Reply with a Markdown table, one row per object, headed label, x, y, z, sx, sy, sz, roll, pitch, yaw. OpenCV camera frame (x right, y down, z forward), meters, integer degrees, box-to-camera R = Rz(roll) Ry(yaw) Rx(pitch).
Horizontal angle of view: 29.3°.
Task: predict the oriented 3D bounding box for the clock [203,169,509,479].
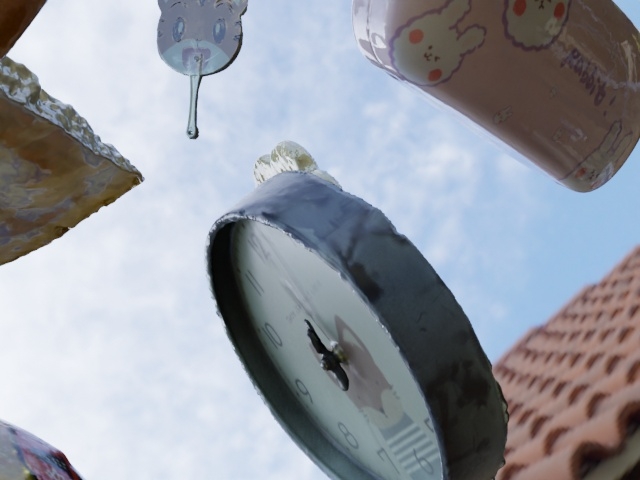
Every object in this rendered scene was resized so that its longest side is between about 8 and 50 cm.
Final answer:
| label | x | y | z | sx | sy | sz | roll | pitch | yaw |
| --- | --- | --- | --- | --- | --- | --- | --- | --- | --- |
| clock | 0.021 | 0.096 | 1.048 | 0.067 | 0.325 | 0.325 | -34 | -42 | -27 |

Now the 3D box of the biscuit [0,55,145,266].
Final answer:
| label | x | y | z | sx | sy | sz | roll | pitch | yaw |
| --- | --- | --- | --- | --- | --- | --- | --- | --- | --- |
| biscuit | -0.483 | -0.087 | 1.550 | 0.446 | 0.104 | 0.429 | -32 | -33 | 24 |

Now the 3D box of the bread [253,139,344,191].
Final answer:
| label | x | y | z | sx | sy | sz | roll | pitch | yaw |
| --- | --- | --- | --- | --- | --- | --- | --- | --- | --- |
| bread | 0.000 | 0.000 | 1.441 | 0.039 | 0.250 | 0.182 | -20 | -4 | -30 |

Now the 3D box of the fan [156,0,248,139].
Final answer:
| label | x | y | z | sx | sy | sz | roll | pitch | yaw |
| --- | --- | --- | --- | --- | --- | --- | --- | --- | --- |
| fan | -0.174 | -0.255 | 1.711 | 0.008 | 0.153 | 0.226 | 2 | -86 | -64 |

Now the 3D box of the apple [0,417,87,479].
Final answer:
| label | x | y | z | sx | sy | sz | roll | pitch | yaw |
| --- | --- | --- | --- | --- | --- | --- | --- | --- | --- |
| apple | -0.208 | 0.199 | 0.599 | 0.194 | 0.261 | 0.260 | -26 | -43 | -57 |

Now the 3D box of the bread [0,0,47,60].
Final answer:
| label | x | y | z | sx | sy | sz | roll | pitch | yaw |
| --- | --- | --- | --- | --- | --- | --- | --- | --- | --- |
| bread | -0.288 | -0.293 | 1.072 | 0.183 | 0.236 | 0.388 | 28 | -110 | -17 |

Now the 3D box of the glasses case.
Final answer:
| label | x | y | z | sx | sy | sz | roll | pitch | yaw |
| --- | --- | --- | --- | --- | --- | --- | --- | --- | --- |
| glasses case | 0.124 | -0.115 | 0.748 | 0.297 | 0.075 | 0.113 | 23 | -85 | -51 |
